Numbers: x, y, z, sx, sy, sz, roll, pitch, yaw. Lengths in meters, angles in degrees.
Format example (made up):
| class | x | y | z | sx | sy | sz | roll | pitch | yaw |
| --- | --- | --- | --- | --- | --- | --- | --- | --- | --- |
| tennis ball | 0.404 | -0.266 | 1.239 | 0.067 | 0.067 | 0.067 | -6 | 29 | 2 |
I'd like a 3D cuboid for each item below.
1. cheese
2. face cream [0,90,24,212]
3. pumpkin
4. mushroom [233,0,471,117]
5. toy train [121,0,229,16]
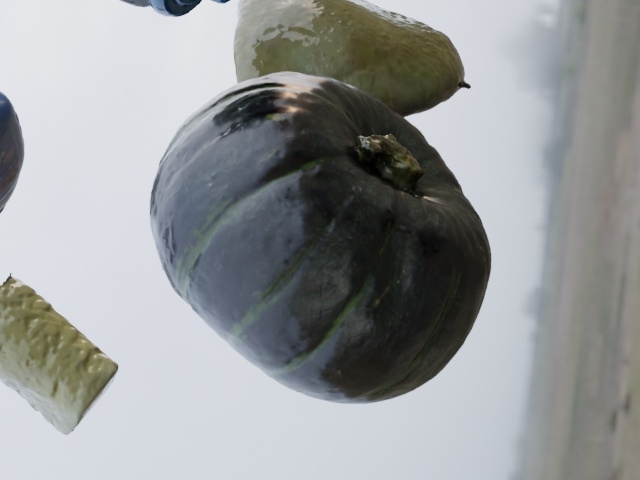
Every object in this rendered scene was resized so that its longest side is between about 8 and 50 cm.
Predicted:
| class | x | y | z | sx | sy | sz | roll | pitch | yaw |
| --- | --- | --- | --- | --- | --- | --- | --- | --- | --- |
| cheese | -0.313 | 0.129 | 2.012 | 0.094 | 0.167 | 0.123 | -49 | 1 | -42 |
| face cream | -0.406 | -0.086 | 2.089 | 0.149 | 0.083 | 0.264 | -35 | -12 | -14 |
| pumpkin | 0.000 | 0.000 | 1.648 | 0.241 | 0.323 | 0.323 | -44 | 5 | 18 |
| mushroom | 0.037 | -0.212 | 1.996 | 0.292 | 0.217 | 0.212 | 8 | -115 | -77 |
| toy train | -0.128 | -0.367 | 1.635 | 0.265 | 0.188 | 0.300 | -43 | -31 | -48 |
